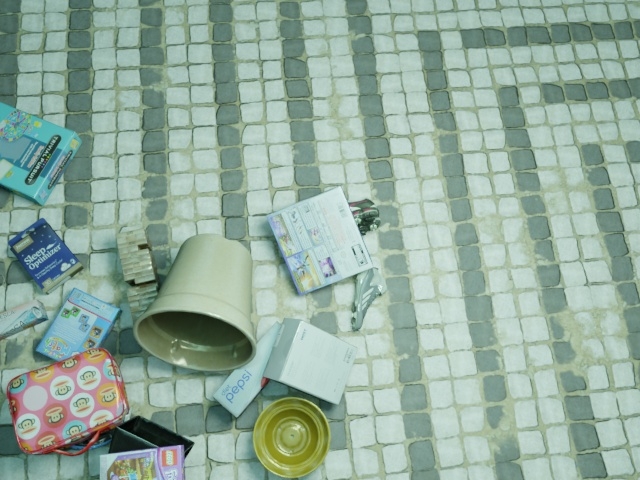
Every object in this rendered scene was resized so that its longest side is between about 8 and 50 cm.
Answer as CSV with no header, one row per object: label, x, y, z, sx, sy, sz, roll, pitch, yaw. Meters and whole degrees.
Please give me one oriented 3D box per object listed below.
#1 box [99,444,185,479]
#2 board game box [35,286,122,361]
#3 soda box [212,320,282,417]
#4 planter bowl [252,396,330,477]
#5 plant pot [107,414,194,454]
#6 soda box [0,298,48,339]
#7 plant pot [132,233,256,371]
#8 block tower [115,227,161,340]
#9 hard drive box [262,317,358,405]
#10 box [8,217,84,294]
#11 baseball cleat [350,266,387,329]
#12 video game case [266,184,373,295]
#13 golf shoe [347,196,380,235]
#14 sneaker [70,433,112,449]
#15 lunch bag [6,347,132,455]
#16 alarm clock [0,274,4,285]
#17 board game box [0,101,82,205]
box,-0.433,0.667,1.465,0.201,0.057,0.293,-5,72,-4
board game box,-0.720,0.269,1.784,0.160,0.039,0.211,25,72,4
soda box,-0.184,0.379,1.753,0.098,0.091,0.286,39,74,8
planter bowl,-0.082,0.560,1.702,0.217,0.090,0.217,1,73,-3
plant pot,-0.482,0.606,1.627,0.188,0.188,0.166,25,85,4
soda box,-0.915,0.242,1.771,0.183,0.058,0.062,-24,75,-10
plant pot,-0.324,0.160,1.698,0.334,0.333,0.305,8,51,-1
block tower,-0.538,0.137,1.810,0.097,0.091,0.335,-13,74,-7
hard drive box,-0.025,0.347,1.710,0.232,0.089,0.181,33,70,-33
box,-0.860,0.042,1.851,0.136,0.036,0.225,-40,78,-14
baseball cleat,0.151,0.178,1.848,0.110,0.072,0.205,8,75,-5
video game case,0.000,0.000,1.825,0.245,0.061,0.269,-22,95,6
golf shoe,0.054,-0.062,1.918,0.273,0.105,0.120,-12,42,1
sneaker,-0.682,0.546,1.684,0.188,0.067,0.078,8,78,2
lunch bag,-0.682,0.457,1.634,0.293,0.120,0.258,-18,71,-16
alarm clock,-1.047,0.142,1.792,0.192,0.064,0.129,-15,74,-5
board game box,-0.993,-0.291,1.925,0.336,0.079,0.253,23,72,4
